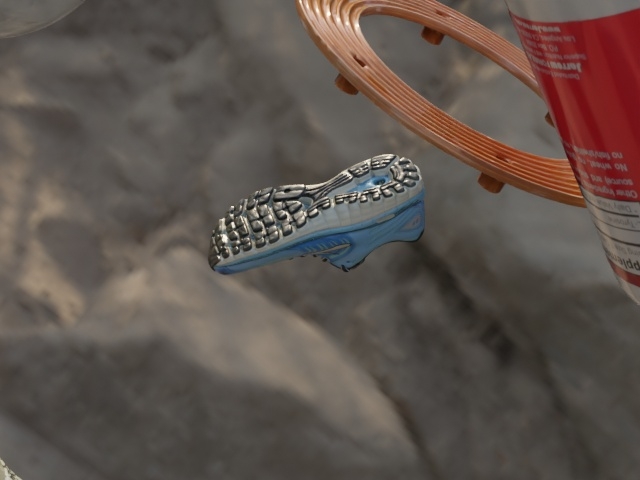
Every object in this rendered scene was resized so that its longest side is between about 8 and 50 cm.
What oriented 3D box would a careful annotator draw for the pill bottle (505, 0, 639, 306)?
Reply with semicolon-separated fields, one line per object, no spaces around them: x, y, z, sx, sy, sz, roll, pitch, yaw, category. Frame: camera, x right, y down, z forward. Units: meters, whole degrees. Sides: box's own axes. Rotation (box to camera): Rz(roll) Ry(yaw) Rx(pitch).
0.299;-0.087;1.390;0.229;0.229;0.407;-88;155;-65;pill bottle

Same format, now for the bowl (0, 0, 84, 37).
-0.165;-0.245;1.124;0.134;0.297;0.298;17;18;12;bowl

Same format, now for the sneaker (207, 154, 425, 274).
0.000;0.000;1.302;0.063;0.162;0.073;-96;168;-52;sneaker

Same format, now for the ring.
0.122;-0.124;1.575;0.337;0.032;0.336;26;23;-12;ring

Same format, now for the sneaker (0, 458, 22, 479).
-0.158;0.297;1.599;0.410;0.182;0.158;44;-17;23;sneaker
